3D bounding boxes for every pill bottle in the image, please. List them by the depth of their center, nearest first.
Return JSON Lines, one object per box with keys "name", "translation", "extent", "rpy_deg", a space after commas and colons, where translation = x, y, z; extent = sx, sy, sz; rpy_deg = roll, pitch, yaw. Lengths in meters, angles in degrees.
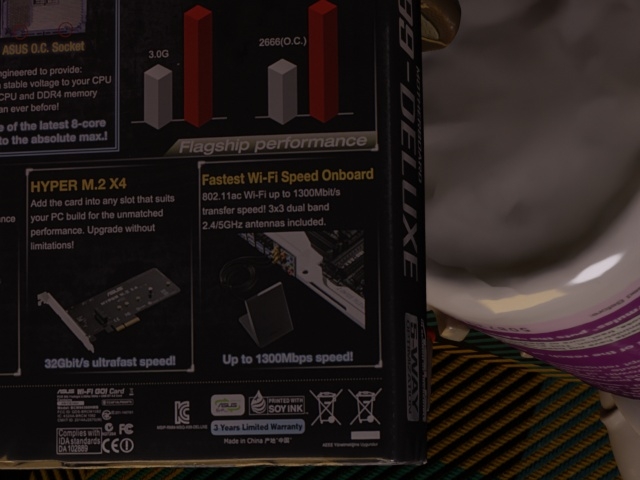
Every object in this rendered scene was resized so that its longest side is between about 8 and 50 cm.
{"name": "pill bottle", "translation": [0.145, -0.016, 0.814], "extent": [0.169, 0.169, 0.301], "rpy_deg": [12, 172, 33]}

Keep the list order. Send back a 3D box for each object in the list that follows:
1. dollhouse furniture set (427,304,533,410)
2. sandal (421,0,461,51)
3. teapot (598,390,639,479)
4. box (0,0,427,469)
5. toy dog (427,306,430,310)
{"name": "dollhouse furniture set", "translation": [0.064, 0.000, 1.107], "extent": [0.262, 0.135, 0.259], "rpy_deg": [19, 131, -18]}
{"name": "sandal", "translation": [-0.030, -0.141, 0.724], "extent": [0.219, 0.060, 0.090], "rpy_deg": [29, 176, 37]}
{"name": "teapot", "translation": [0.278, 0.094, 1.210], "extent": [0.187, 0.252, 0.256], "rpy_deg": [34, 158, 1]}
{"name": "box", "translation": [-0.120, -0.040, 0.612], "extent": [0.307, 0.242, 0.076], "rpy_deg": [-3, 173, 11]}
{"name": "toy dog", "translation": [0.000, 0.000, 1.338], "extent": [0.334, 0.161, 0.220], "rpy_deg": [19, 173, -19]}
